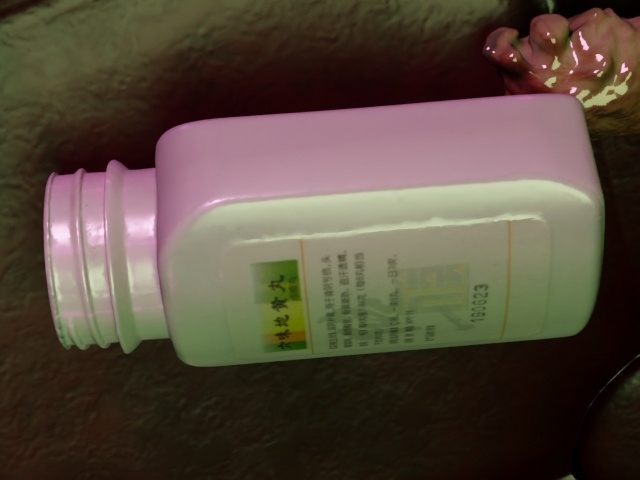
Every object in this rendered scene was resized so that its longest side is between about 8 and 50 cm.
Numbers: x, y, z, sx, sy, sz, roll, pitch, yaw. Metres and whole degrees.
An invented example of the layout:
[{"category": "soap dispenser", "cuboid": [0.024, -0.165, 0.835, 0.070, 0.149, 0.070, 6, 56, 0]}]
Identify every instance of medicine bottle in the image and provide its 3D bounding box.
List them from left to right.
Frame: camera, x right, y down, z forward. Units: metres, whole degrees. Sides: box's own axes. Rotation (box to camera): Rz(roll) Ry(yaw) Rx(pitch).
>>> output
[{"category": "medicine bottle", "cuboid": [0.000, 0.000, 0.937, 0.324, 0.124, 0.179, -6, 146, -1]}]

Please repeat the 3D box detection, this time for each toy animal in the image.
[{"category": "toy animal", "cuboid": [0.252, -0.107, 1.001, 0.312, 0.097, 0.158, 14, 125, -24]}]
